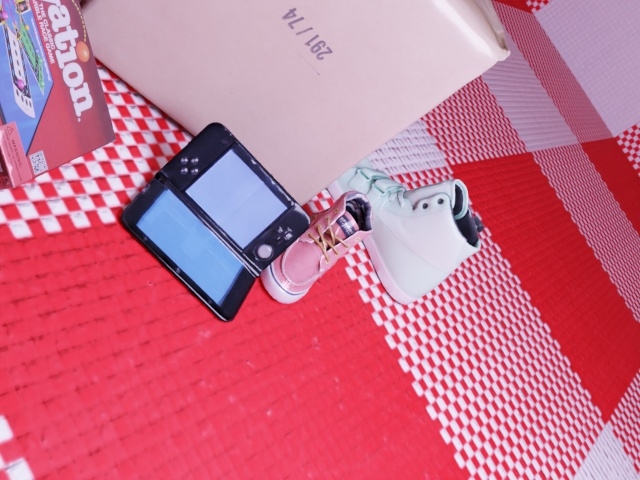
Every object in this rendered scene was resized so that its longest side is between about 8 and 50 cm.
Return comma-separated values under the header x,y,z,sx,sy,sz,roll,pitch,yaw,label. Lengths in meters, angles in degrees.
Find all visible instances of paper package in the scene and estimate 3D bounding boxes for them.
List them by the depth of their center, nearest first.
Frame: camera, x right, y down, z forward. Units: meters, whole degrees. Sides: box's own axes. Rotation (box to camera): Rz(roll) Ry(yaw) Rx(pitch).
x,y,z,sx,sy,sz,roll,pitch,yaw,label
-0.033,-0.236,0.849,0.325,0.309,0.168,38,31,-28,paper package

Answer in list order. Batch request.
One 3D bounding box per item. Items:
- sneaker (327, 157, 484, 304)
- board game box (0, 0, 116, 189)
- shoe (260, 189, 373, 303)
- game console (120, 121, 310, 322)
x,y,z,sx,sy,sz,roll,pitch,yaw,label
0.105,-0.065,1.036,0.094,0.151,0.256,-9,67,-56,sneaker
-0.248,-0.195,0.653,0.145,0.027,0.281,-48,130,-60,board game box
0.000,0.000,0.889,0.063,0.081,0.178,51,30,-6,shoe
-0.093,-0.019,0.778,0.144,0.124,0.085,47,4,-15,game console
